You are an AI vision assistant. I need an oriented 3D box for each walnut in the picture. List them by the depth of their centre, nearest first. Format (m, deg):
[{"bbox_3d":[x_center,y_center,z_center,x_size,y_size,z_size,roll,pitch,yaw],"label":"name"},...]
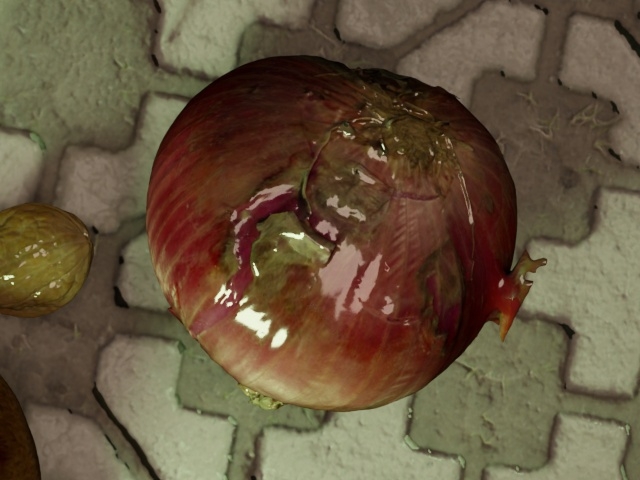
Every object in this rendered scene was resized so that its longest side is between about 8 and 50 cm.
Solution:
[{"bbox_3d":[-0.270,0.019,1.616,0.124,0.105,0.105,-27,96,4],"label":"walnut"}]

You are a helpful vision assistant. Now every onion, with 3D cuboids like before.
[{"bbox_3d":[0.020,-0.009,1.576,0.353,0.353,0.354,0,90,-13],"label":"onion"}]

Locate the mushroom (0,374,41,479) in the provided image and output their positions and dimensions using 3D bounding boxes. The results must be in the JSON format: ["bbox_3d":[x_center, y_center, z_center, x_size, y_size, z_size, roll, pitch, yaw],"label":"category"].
[{"bbox_3d":[-0.406,0.233,1.532,0.345,0.239,0.345,4,63,-8],"label":"mushroom"}]
